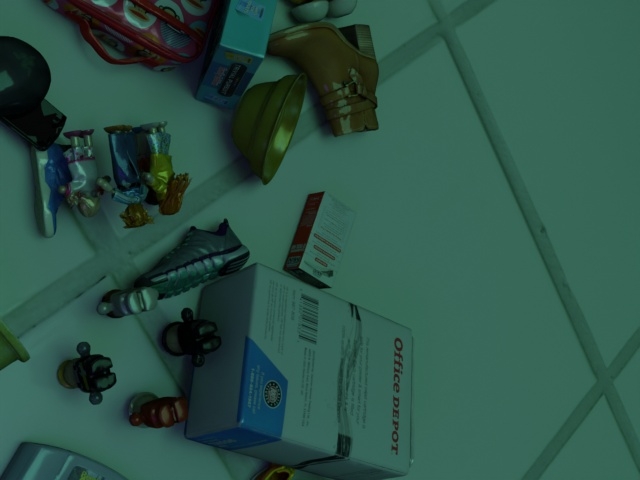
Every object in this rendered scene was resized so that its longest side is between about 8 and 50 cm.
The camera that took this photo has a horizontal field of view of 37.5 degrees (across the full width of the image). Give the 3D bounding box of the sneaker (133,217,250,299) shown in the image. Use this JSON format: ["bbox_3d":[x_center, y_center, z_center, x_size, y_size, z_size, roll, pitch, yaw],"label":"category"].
[{"bbox_3d":[-0.237,0.031,1.643,0.223,0.083,0.098,-18,68,-36],"label":"sneaker"}]

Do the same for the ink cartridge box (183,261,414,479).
[{"bbox_3d":[-0.023,0.250,1.681,0.395,0.166,0.286,26,56,-35],"label":"ink cartridge box"}]

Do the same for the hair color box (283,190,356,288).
[{"bbox_3d":[0.000,0.000,1.837,0.093,0.053,0.167,33,64,-33],"label":"hair color box"}]

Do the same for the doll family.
[{"bbox_3d":[-0.295,-0.105,1.525,0.263,0.118,0.163,-17,100,-60],"label":"doll family"}]

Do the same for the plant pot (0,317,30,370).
[{"bbox_3d":[-0.575,0.142,1.240,0.254,0.276,0.276,-44,113,-21],"label":"plant pot"}]

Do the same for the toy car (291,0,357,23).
[{"bbox_3d":[0.014,-0.520,1.850,0.182,0.136,0.159,-22,99,-39],"label":"toy car"}]

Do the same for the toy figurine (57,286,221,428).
[{"bbox_3d":[-0.291,0.187,1.527,0.209,0.148,0.213,32,68,-26],"label":"toy figurine"}]

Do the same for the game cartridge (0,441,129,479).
[{"bbox_3d":[-0.379,0.447,1.479,0.294,0.060,0.196,41,58,-29],"label":"game cartridge"}]

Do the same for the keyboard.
[{"bbox_3d":[-0.484,-0.228,1.476,0.192,0.038,0.100,42,62,-16],"label":"keyboard"}]

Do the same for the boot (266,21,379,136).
[{"bbox_3d":[0.007,-0.312,1.858,0.283,0.109,0.220,-11,96,-47],"label":"boot"}]

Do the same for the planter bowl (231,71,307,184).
[{"bbox_3d":[-0.104,-0.217,1.721,0.090,0.217,0.217,21,67,4],"label":"planter bowl"}]

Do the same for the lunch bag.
[{"bbox_3d":[-0.319,-0.421,1.587,0.293,0.120,0.258,26,73,-33],"label":"lunch bag"}]

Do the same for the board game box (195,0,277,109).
[{"bbox_3d":[-0.126,-0.430,1.646,0.079,0.254,0.336,15,75,-13],"label":"board game box"}]

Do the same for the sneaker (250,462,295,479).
[{"bbox_3d":[-0.062,0.411,1.733,0.064,0.067,0.175,49,56,-23],"label":"sneaker"}]

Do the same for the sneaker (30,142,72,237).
[{"bbox_3d":[-0.411,-0.081,1.505,0.084,0.058,0.152,-4,81,-31],"label":"sneaker"}]

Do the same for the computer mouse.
[{"bbox_3d":[-0.520,-0.227,1.392,0.272,0.072,0.188,-27,92,-31],"label":"computer mouse"}]
